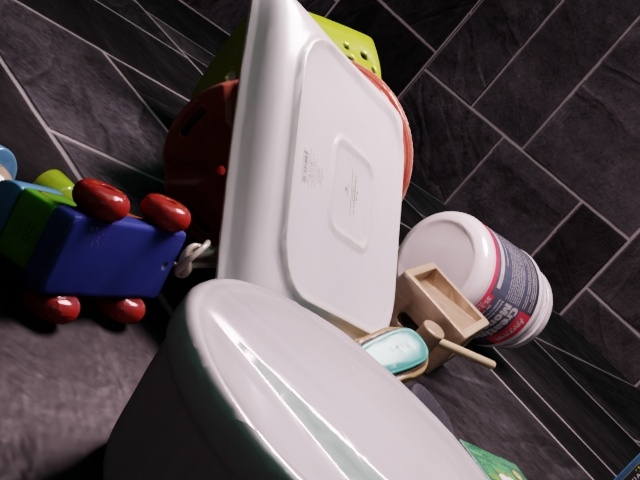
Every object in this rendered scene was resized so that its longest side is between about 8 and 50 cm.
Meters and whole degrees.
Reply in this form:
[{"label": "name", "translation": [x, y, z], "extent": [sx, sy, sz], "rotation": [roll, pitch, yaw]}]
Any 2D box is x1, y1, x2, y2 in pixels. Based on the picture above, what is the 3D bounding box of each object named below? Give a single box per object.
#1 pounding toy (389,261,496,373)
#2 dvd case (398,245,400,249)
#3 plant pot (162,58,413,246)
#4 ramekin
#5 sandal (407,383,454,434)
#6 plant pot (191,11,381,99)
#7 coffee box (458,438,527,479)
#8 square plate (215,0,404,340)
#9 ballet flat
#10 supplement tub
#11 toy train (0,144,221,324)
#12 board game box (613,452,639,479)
[{"label": "pounding toy", "translation": [0.156, 0.136, 1.318], "extent": [0.181, 0.094, 0.206], "rotation": [48, 22, 14]}, {"label": "dvd case", "translation": [0.173, 0.054, 1.833], "extent": [0.253, 0.022, 0.180], "rotation": [35, 12, -27]}, {"label": "plant pot", "translation": [-0.047, -0.097, 1.159], "extent": [0.272, 0.272, 0.265], "rotation": [42, 19, 8]}, {"label": "ramekin", "translation": [-0.012, 0.157, 0.582], "extent": [0.273, 0.127, 0.273], "rotation": [39, 11, -9]}, {"label": "sandal", "translation": [0.081, 0.202, 0.915], "extent": [0.097, 0.054, 0.254], "rotation": [56, 13, 12]}, {"label": "plant pot", "translation": [-0.035, -0.197, 1.434], "extent": [0.228, 0.227, 0.207], "rotation": [9, 48, -37]}, {"label": "coffee box", "translation": [0.210, 0.297, 0.982], "extent": [0.113, 0.040, 0.184], "rotation": [30, 15, -38]}, {"label": "square plate", "translation": [0.013, -0.043, 0.959], "extent": [0.049, 0.347, 0.344], "rotation": [-2, -17, 25]}, {"label": "ballet flat", "translation": [0.020, 0.135, 0.898], "extent": [0.232, 0.073, 0.080], "rotation": [-2, 55, -49]}, {"label": "supplement tub", "translation": [0.271, 0.077, 1.633], "extent": [0.272, 0.191, 0.191], "rotation": [28, 17, -46]}, {"label": "toy train", "translation": [-0.181, -0.009, 0.770], "extent": [0.143, 0.105, 0.248], "rotation": [30, 7, 21]}, {"label": "board game box", "translation": [0.510, 0.348, 1.220], "extent": [0.336, 0.254, 0.079], "rotation": [31, 14, -40]}]
